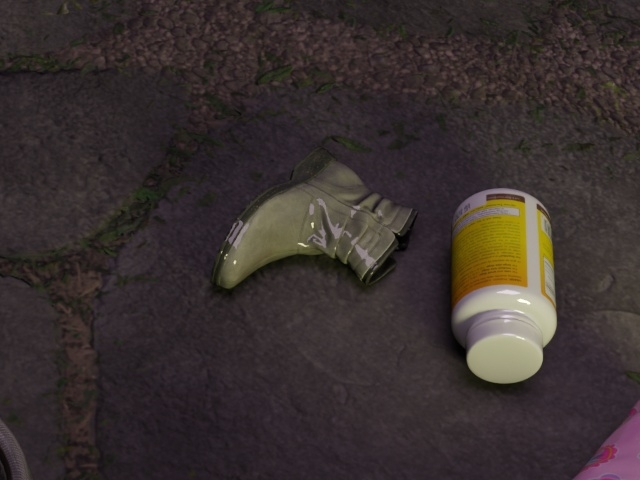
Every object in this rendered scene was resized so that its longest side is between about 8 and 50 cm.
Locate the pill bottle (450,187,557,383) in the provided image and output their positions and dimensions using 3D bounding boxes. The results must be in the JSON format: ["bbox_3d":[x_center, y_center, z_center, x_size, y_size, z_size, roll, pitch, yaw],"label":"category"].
[{"bbox_3d":[0.205,0.052,1.888,0.117,0.117,0.215,7,46,-3],"label":"pill bottle"}]

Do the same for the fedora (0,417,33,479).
[{"bbox_3d":[-0.411,0.249,1.593,0.275,0.124,0.243,13,48,-9],"label":"fedora"}]

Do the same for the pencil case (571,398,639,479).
[{"bbox_3d":[0.305,0.279,1.699,0.124,0.124,0.284,31,51,18],"label":"pencil case"}]

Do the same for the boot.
[{"bbox_3d":[0.000,0.000,1.932,0.161,0.083,0.246,35,53,14],"label":"boot"}]
